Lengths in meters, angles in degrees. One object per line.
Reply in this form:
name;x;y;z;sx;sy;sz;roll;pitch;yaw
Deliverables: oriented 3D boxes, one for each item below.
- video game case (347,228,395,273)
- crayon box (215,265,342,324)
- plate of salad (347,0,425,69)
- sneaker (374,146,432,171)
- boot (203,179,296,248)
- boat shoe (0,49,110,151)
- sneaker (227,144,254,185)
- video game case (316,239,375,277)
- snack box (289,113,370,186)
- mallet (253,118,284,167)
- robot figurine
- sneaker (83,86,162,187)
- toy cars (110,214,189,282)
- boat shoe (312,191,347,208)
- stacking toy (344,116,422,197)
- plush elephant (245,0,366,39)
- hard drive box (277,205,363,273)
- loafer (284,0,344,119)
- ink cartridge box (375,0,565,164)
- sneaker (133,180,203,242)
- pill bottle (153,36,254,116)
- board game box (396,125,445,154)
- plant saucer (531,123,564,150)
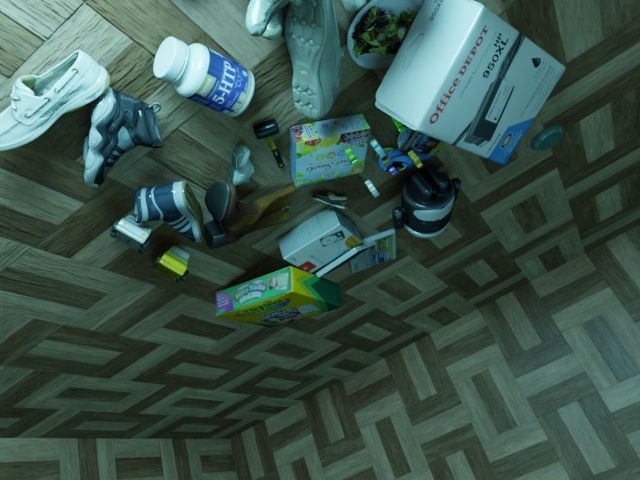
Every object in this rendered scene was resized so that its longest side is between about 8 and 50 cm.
video game case;0.204;0.044;2.007;0.193;0.023;0.212;-19;148;-3
crayon box;-0.155;0.224;1.910;0.363;0.106;0.313;-21;154;30
plate of salad;0.157;-0.468;1.157;0.200;0.048;0.200;-15;149;-9
sneaker;0.269;-0.244;1.542;0.209;0.082;0.069;-11;146;-19
boot;-0.181;-0.100;1.440;0.280;0.096;0.264;-22;145;-31
boat shoe;-0.551;-0.278;0.985;0.277;0.098;0.096;-33;148;2
sneaker;-0.205;-0.202;1.355;0.061;0.053;0.152;-10;155;-27
video game case;0.094;0.065;1.861;0.190;0.022;0.173;-35;172;30
snack box;0.021;-0.246;1.398;0.207;0.070;0.174;-12;147;-13
mallet;-0.116;-0.253;1.344;0.062;0.039;0.189;-22;153;8
robot figurine;0.352;-0.126;1.692;0.209;0.173;0.278;7;151;12
sneaker;-0.440;-0.213;1.138;0.153;0.101;0.268;3;139;-31
toy cars;-0.476;0.018;1.472;0.087;0.176;0.393;-62;155;-18
boat shoe;0.031;-0.132;1.611;0.137;0.049;0.043;11;94;-38
stacking toy;0.174;-0.232;1.407;0.167;0.052;0.221;-34;139;8
plush elephant;-0.070;-0.452;0.830;0.330;0.255;0.272;-40;139;26
hard drive box;0.000;0.000;1.751;0.232;0.089;0.181;-32;147;18
loafer;-0.006;-0.415;1.106;0.111;0.112;0.319;-48;157;-31
ink cartridge box;0.366;-0.375;1.230;0.395;0.166;0.285;8;118;-41
sneaker;-0.412;-0.069;1.390;0.153;0.099;0.282;-8;156;-4
pill bottle;-0.240;-0.340;1.054;0.187;0.112;0.112;14;134;-44
board game box;0.298;-0.336;1.434;0.194;0.060;0.194;1;142;-32
plant saucer;0.785;-0.348;1.748;0.119;0.021;0.119;-15;149;-9
